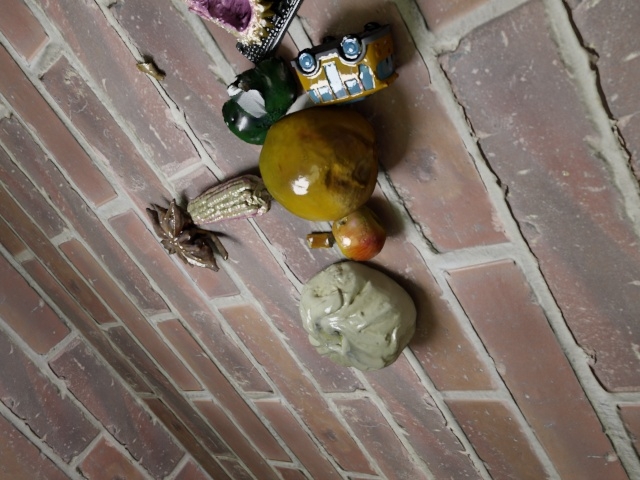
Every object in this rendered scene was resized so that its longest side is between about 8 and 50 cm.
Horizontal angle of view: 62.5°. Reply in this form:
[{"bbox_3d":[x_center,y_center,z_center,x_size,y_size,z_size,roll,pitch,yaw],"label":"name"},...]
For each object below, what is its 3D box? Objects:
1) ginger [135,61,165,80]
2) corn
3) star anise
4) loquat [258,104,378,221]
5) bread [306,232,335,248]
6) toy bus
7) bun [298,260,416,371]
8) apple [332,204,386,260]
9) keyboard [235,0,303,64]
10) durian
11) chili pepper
[{"bbox_3d":[-0.465,-0.470,1.437,0.097,0.030,0.048,29,165,14],"label":"ginger"},{"bbox_3d":[-0.273,-0.116,1.550,0.335,0.126,0.127,-6,122,42],"label":"corn"},{"bbox_3d":[-0.450,-0.012,1.767,0.349,0.109,0.292,-10,127,52],"label":"star anise"},{"bbox_3d":[-0.008,-0.178,1.207,0.284,0.276,0.276,16,133,27],"label":"loquat"},{"bbox_3d":[0.000,0.000,1.512,0.083,0.036,0.047,-1,117,37],"label":"bread"},{"bbox_3d":[0.057,-0.357,1.091,0.209,0.126,0.136,-5,119,34],"label":"toy bus"},{"bbox_3d":[0.093,0.234,1.519,0.359,0.211,0.360,20,136,21],"label":"bun"},{"bbox_3d":[0.095,-0.016,1.348,0.146,0.146,0.146,19,134,21],"label":"apple"},{"bbox_3d":[-0.117,-0.490,1.180,0.093,0.025,0.230,39,138,-4],"label":"keyboard"},{"bbox_3d":[-0.218,-0.567,1.113,0.341,0.112,0.191,36,136,9],"label":"durian"},{"bbox_3d":[-0.156,-0.325,1.280,0.148,0.116,0.264,43,139,-9],"label":"chili pepper"}]
